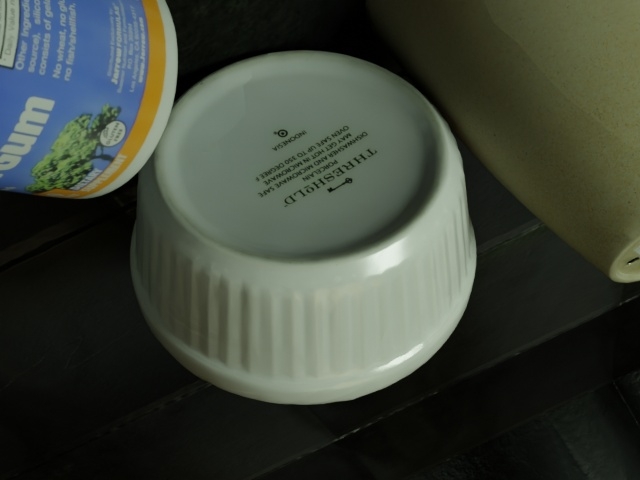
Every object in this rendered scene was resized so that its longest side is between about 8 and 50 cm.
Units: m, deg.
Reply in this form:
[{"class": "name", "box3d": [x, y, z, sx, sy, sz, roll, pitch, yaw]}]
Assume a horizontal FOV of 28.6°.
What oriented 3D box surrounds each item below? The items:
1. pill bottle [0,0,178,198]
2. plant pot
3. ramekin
[{"class": "pill bottle", "box3d": [-0.222, -0.108, 0.675, 0.152, 0.152, 0.272, -40, 153, 30]}, {"class": "plant pot", "box3d": [0.205, -0.116, 0.928, 0.256, 0.274, 0.256, -21, 157, -9]}, {"class": "ramekin", "box3d": [-0.014, -0.025, 0.935, 0.273, 0.273, 0.127, -19, 143, -14]}]
